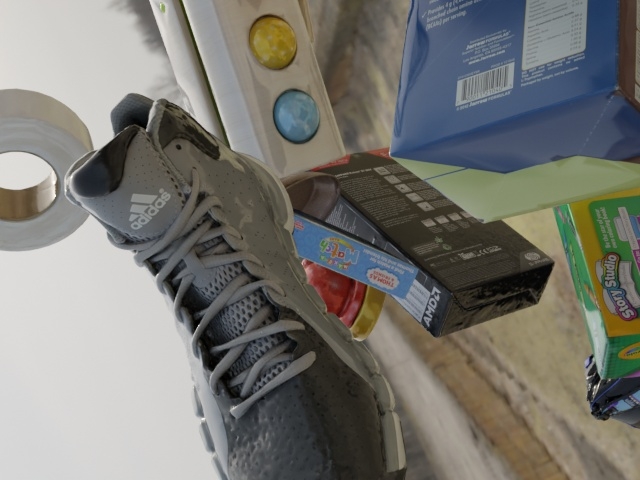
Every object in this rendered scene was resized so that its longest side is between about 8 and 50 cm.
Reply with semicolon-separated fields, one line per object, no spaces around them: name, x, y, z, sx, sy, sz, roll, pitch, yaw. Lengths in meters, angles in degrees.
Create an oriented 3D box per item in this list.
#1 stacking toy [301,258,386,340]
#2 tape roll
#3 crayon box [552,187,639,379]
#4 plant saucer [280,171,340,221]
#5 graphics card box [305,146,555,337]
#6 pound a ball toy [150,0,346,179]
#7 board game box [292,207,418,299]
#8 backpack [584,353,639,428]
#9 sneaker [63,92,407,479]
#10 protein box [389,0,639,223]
stacking toy;-0.014;0.200;1.588;0.279;0.130;0.309;123;161;-44
tape roll;-0.537;-0.120;1.761;0.100;0.286;0.286;-113;-1;-49
crayon box;0.366;0.013;1.123;0.081;0.165;0.278;80;-175;-49
plant saucer;-0.060;-0.031;1.397;0.036;0.198;0.198;49;174;20
graphics card box;0.156;-0.013;1.576;0.371;0.232;0.094;42;131;37
pound a ball toy;-0.050;-0.234;1.082;0.135;0.208;0.319;-7;102;55
board game box;0.000;0.000;1.050;0.160;0.039;0.211;23;-177;-11
backpack;0.468;0.178;1.381;0.117;0.158;0.173;-85;20;-48
sneaker;-0.052;0.021;0.418;0.132;0.086;0.229;44;-166;-47
protein box;0.182;-0.148;0.808;0.136;0.199;0.201;31;-123;-39
